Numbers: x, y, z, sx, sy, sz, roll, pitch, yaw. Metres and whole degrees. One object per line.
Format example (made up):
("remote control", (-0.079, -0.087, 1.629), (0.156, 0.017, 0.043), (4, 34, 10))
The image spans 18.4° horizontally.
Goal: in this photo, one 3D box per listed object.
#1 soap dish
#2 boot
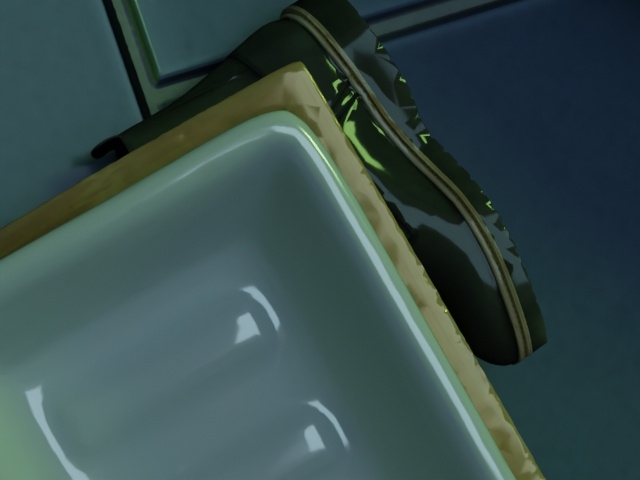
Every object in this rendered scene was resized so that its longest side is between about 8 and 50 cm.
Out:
("soap dish", (-0.036, 0.106, 0.827), (0.229, 0.118, 0.290), (-30, 95, -2))
("boot", (0.000, 0.000, 0.915), (0.137, 0.077, 0.198), (-34, 84, -16))
